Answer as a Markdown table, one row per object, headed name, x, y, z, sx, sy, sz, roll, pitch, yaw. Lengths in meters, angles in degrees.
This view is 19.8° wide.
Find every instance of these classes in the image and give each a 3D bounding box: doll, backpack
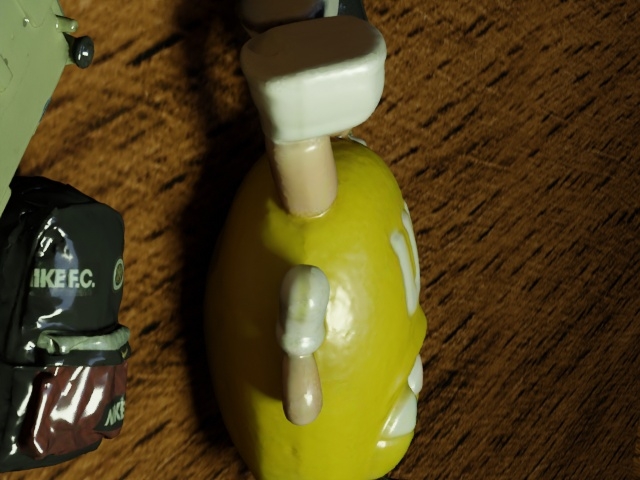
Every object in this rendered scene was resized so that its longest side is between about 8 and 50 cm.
| name | x | y | z | sx | sy | sz | roll | pitch | yaw |
| --- | --- | --- | --- | --- | --- | --- | --- | --- | --- |
| doll | -0.004 | -0.013 | 1.322 | 0.423 | 0.161 | 0.348 | 79 | 15 | -61 |
| backpack | -0.160 | 0.050 | 1.026 | 0.120 | 0.106 | 0.165 | -14 | 118 | -61 |

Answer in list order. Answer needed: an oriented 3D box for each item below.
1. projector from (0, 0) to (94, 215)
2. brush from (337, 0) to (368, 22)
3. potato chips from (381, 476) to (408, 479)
| name | x | y | z | sx | sy | sz | roll | pitch | yaw |
| --- | --- | --- | --- | --- | --- | --- | --- | --- | --- |
| projector | -0.206 | -0.105 | 0.851 | 0.269 | 0.088 | 0.193 | 66 | 40 | -57 |
| brush | 0.013 | -0.191 | 1.424 | 0.193 | 0.016 | 0.063 | 67 | 41 | -57 |
| potato chips | 0.059 | 0.214 | 1.527 | 0.029 | 0.202 | 0.220 | -45 | -170 | -7 |
